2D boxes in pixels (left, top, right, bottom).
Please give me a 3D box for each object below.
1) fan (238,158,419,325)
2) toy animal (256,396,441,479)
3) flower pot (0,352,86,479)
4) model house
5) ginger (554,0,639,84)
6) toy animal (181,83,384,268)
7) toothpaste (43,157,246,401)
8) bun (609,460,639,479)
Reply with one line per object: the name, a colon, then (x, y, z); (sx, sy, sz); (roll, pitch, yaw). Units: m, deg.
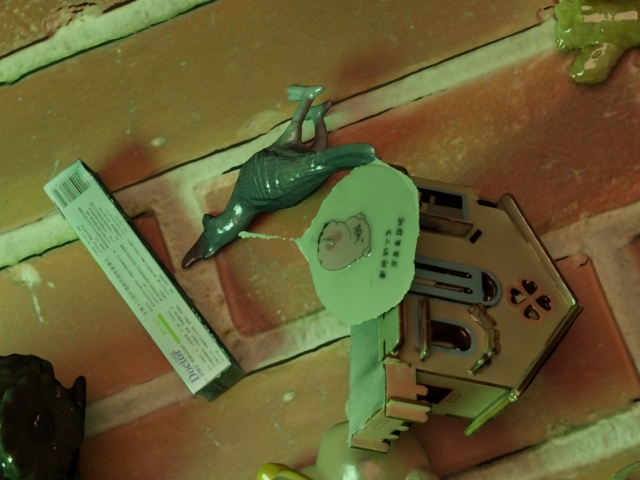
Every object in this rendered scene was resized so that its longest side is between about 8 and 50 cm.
fan: (-0.001, 0.000, 1.610); (0.310, 0.010, 0.182); (2, 82, 49)
toy animal: (0.013, 0.300, 1.659); (0.248, 0.149, 0.165); (-42, 86, 8)
flower pot: (-0.397, 0.261, 1.672); (0.302, 0.302, 0.213); (-19, 73, 6)
model house: (0.165, 0.083, 1.622); (0.244, 0.169, 0.326); (14, 54, -18)
ginger: (0.429, -0.286, 1.761); (0.299, 0.065, 0.118); (-20, 87, 7)
toy animal: (-0.028, -0.099, 1.753); (0.367, 0.081, 0.205); (-25, 40, 43)
toothpaste: (-0.219, 0.048, 1.792); (0.067, 0.081, 0.336); (-38, 73, 0)
bun: (0.397, 0.357, 1.474); (0.362, 0.234, 0.326); (-42, 36, 0)
